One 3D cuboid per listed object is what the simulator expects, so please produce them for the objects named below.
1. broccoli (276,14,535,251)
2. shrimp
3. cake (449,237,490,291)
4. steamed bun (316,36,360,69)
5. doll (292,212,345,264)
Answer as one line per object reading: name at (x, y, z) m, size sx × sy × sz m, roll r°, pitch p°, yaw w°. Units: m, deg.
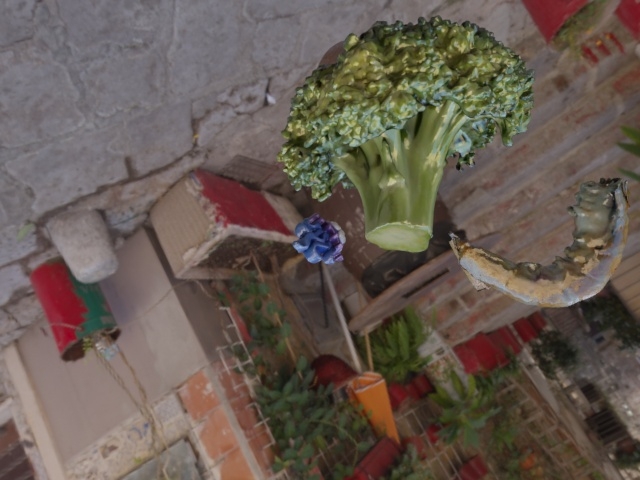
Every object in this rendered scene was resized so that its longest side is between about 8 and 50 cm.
broccoli at (0.086, -0.137, 0.629) m, size 0.260 × 0.235 × 0.288 m, roll -56°, pitch -169°, yaw -34°
shrimp at (0.381, 0.022, 0.873) m, size 0.287 × 0.185 × 0.068 m, roll -20°, pitch 177°, yaw 16°
cake at (0.308, 0.036, 1.050) m, size 0.065 × 0.121 × 0.052 m, roll -35°, pitch 180°, yaw -14°
steamed bun at (0.096, -0.286, 1.122) m, size 0.199 × 0.301 × 0.251 m, roll -19°, pitch -157°, yaw -29°
doll at (0.000, 0.000, 1.023) m, size 0.067 × 0.110 × 0.206 m, roll -32°, pitch 176°, yaw 24°
